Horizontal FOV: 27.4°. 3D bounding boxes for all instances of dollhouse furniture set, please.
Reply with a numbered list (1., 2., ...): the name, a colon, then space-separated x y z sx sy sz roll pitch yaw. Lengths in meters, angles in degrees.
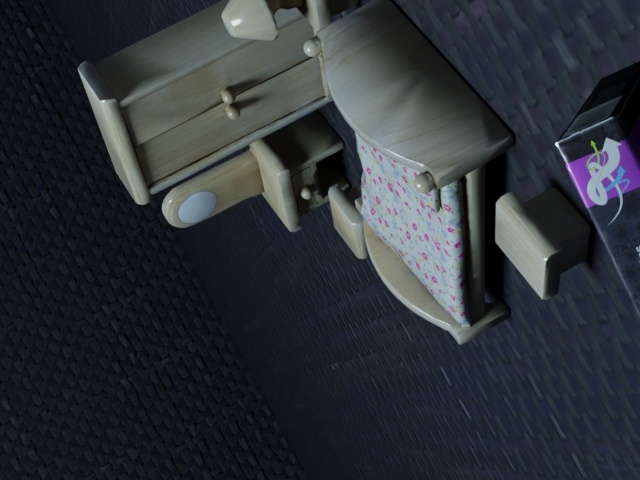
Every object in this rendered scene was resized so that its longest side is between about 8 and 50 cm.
1. dollhouse furniture set: 0.000 0.000 0.881 0.355 0.174 0.303 54 166 34

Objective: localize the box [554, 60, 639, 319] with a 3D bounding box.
1. box: 0.146 0.015 0.516 0.162 0.029 0.116 62 -154 -7
